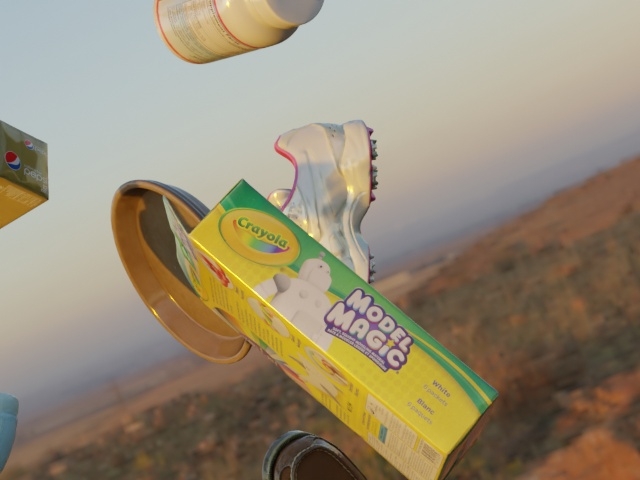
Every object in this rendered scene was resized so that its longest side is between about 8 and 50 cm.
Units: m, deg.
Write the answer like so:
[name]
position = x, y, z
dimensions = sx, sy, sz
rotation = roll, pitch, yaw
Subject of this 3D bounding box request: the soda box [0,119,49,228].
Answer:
[soda box]
position = -0.315, -0.033, 1.339
dimensions = 0.181, 0.061, 0.058
rotation = -27, -36, 29

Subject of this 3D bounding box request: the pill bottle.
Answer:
[pill bottle]
position = -0.068, -0.203, 1.321
dimensions = 0.087, 0.087, 0.160
rotation = -22, 10, -35

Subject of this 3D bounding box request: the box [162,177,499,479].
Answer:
[box]
position = 0.000, 0.042, 0.741
dimensions = 0.043, 0.179, 0.105
rotation = -49, -12, -15

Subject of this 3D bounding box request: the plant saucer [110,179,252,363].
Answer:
[plant saucer]
position = -0.174, 0.036, 2.047
dimensions = 0.041, 0.278, 0.278
rotation = -36, 7, -32

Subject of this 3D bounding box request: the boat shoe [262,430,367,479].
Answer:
[boat shoe]
position = 0.051, 0.323, 1.579
dimensions = 0.111, 0.307, 0.104
rotation = -40, 24, -24

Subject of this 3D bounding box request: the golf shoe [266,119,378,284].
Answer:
[golf shoe]
position = 0.000, 0.000, 1.945
dimensions = 0.140, 0.306, 0.115
rotation = 2, -8, -6

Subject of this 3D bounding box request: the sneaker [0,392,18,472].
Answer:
[sneaker]
position = -0.477, 0.160, 1.700
dimensions = 0.366, 0.150, 0.135
rotation = 22, -10, 19
